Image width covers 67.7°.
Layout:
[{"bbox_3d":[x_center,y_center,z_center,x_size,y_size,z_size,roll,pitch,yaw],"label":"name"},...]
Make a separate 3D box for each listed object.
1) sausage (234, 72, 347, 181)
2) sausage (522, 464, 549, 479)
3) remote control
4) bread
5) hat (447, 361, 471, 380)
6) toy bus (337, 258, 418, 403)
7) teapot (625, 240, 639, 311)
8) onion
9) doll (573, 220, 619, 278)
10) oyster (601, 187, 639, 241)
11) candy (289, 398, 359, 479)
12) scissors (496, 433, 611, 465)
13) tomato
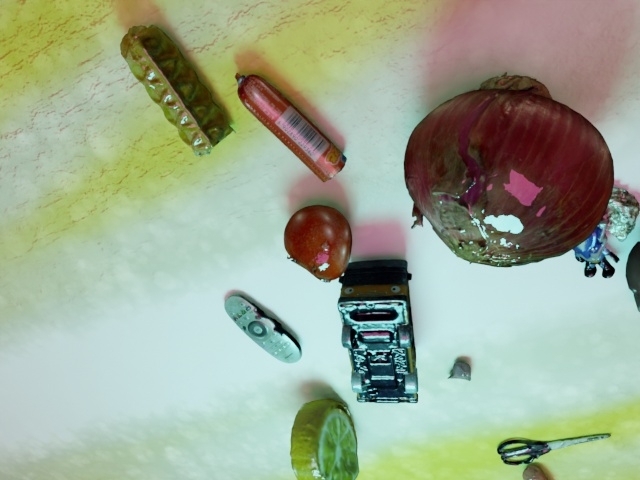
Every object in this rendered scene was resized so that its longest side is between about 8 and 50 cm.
[{"bbox_3d":[-0.066,-0.231,0.951,0.274,0.074,0.074,41,120,-15],"label":"sausage"},{"bbox_3d":[0.646,0.722,1.398,0.062,0.062,0.154,-27,113,24],"label":"sausage"},{"bbox_3d":[-0.149,0.234,1.267,0.097,0.045,0.256,-38,104,27],"label":"remote control"},{"bbox_3d":[-0.285,-0.297,0.944,0.098,0.087,0.269,-24,114,24],"label":"bread"},{"bbox_3d":[0.362,0.339,1.239,0.058,0.042,0.087,3,155,8],"label":"hat"},{"bbox_3d":[0.142,0.211,1.109,0.162,0.194,0.323,-3,123,14],"label":"toy bus"},{"bbox_3d":[0.761,0.068,0.910,0.312,0.233,0.315,-9,147,23],"label":"teapot"},{"bbox_3d":[0.303,-0.097,0.827,0.354,0.353,0.353,5,122,8],"label":"onion"},{"bbox_3d":[0.545,-0.002,0.977,0.096,0.070,0.195,-4,129,49],"label":"doll"},{"bbox_3d":[0.589,-0.052,0.952,0.100,0.037,0.098,21,122,-2],"label":"oyster"},{"bbox_3d":[0.015,0.567,1.313,0.118,0.260,0.259,-16,117,25],"label":"candy"},{"bbox_3d":[0.650,0.576,1.333,0.300,0.022,0.109,-21,119,21],"label":"scissors"},{"bbox_3d":[0.000,0.000,1.038,0.167,0.167,0.167,5,122,8],"label":"tomato"}]
